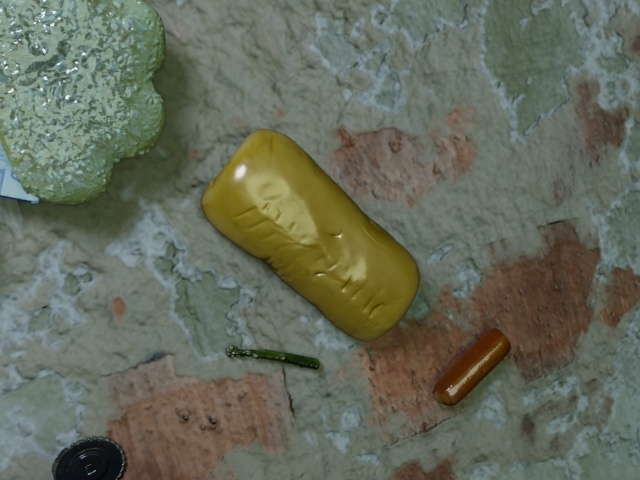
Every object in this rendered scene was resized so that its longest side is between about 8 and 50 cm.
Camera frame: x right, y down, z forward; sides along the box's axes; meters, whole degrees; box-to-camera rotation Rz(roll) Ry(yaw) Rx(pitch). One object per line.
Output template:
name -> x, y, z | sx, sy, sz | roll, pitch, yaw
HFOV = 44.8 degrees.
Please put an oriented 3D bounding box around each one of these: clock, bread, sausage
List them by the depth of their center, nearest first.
bread -> -0.255, -0.188, 0.789 | 0.207, 0.056, 0.287 | -29, 111, -16
clock -> -0.274, 0.269, 0.924 | 0.083, 0.010, 0.074 | -27, 106, -15
bread -> 0.000, 0.000, 0.949 | 0.305, 0.091, 0.142 | 41, 88, -20
sausage -> 0.209, 0.178, 1.078 | 0.131, 0.041, 0.039 | -43, 131, -10

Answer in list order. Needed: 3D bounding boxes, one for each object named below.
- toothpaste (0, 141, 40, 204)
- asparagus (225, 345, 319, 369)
toothpaste -> -0.303, -0.178, 0.825 | 0.066, 0.053, 0.272 | 12, 93, -22
asparagus -> -0.060, 0.148, 0.985 | 0.127, 0.015, 0.018 | 13, 92, -22
